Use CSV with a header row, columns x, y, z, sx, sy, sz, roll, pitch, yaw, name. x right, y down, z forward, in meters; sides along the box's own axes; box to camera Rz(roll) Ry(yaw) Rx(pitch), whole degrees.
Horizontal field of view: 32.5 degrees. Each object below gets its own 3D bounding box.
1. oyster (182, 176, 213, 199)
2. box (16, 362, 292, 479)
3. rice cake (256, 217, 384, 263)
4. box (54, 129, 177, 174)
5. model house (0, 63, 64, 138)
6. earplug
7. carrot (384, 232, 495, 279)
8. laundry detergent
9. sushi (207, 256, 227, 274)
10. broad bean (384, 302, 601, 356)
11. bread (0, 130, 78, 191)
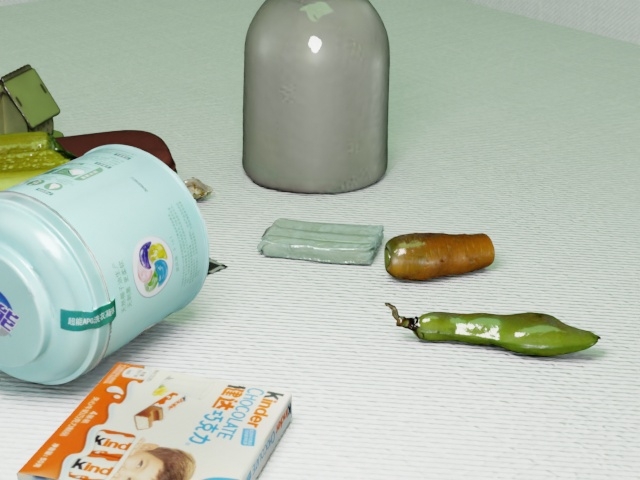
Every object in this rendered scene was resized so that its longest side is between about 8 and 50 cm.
x,y,z,sx,sy,sz,roll,pitch,yaw,name
-0.257,-0.097,2.183,0.093,0.034,0.051,15,49,28,oyster
-0.200,0.257,1.398,0.265,0.048,0.273,8,25,14,box
0.000,0.000,1.978,0.211,0.038,0.124,7,25,13,rice cake
-0.484,-0.125,2.141,0.404,0.108,0.263,-9,26,-17,box
-0.688,-0.322,2.368,0.205,0.278,0.218,11,28,17,model house
-0.012,-0.327,2.269,0.313,0.394,0.312,0,26,0,earplug
0.205,0.024,1.883,0.193,0.087,0.087,-4,25,-16,carrot
-0.362,0.038,1.584,0.287,0.287,0.305,14,28,26,laundry detergent
-0.277,0.021,1.927,0.201,0.031,0.139,23,33,39,sushi
0.260,0.138,1.670,0.325,0.067,0.075,3,-5,8,broad bean
-0.593,-0.056,1.870,0.377,0.208,0.251,-3,32,-9,bread
